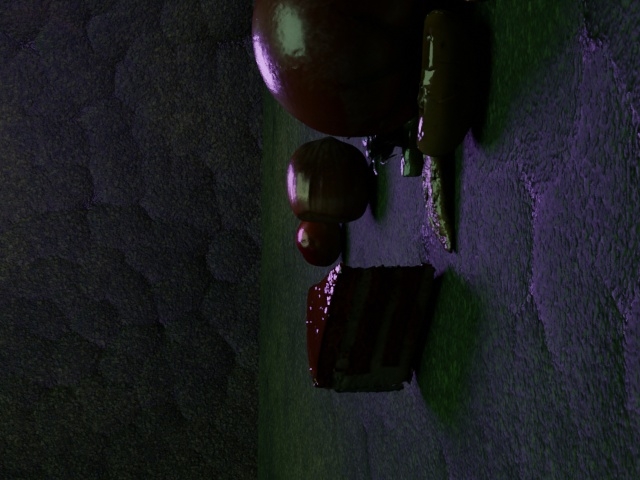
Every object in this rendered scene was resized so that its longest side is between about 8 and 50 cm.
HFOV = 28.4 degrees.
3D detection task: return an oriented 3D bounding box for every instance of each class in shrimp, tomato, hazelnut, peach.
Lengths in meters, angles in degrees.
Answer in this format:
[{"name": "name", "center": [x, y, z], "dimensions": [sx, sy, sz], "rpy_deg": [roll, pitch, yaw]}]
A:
[{"name": "shrimp", "center": [0.083, -0.138, 1.791], "dimensions": [0.174, 0.076, 0.082], "rpy_deg": [-27, -66, -72]}, {"name": "tomato", "center": [0.036, -0.266, 1.613], "dimensions": [0.265, 0.265, 0.265], "rpy_deg": [180, 90, -81]}, {"name": "hazelnut", "center": [0.013, -0.101, 2.178], "dimensions": [0.150, 0.150, 0.150], "rpy_deg": [180, 90, -81]}, {"name": "peach", "center": [-0.001, 0.000, 2.469], "dimensions": [0.101, 0.100, 0.101], "rpy_deg": [180, 90, -81]}]

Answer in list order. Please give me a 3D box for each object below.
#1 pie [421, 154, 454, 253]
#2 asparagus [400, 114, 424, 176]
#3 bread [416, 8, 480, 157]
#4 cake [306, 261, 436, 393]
[{"name": "pie", "center": [0.153, -0.071, 1.660], "dimensions": [0.092, 0.034, 0.170], "rpy_deg": [-153, 57, -78]}, {"name": "asparagus", "center": [0.135, -0.177, 1.746], "dimensions": [0.045, 0.041, 0.178], "rpy_deg": [-17, -67, -54]}, {"name": "bread", "center": [0.153, -0.185, 1.514], "dimensions": [0.114, 0.077, 0.189], "rpy_deg": [-67, -16, -56]}, {"name": "cake", "center": [0.070, 0.075, 1.801], "dimensions": [0.262, 0.158, 0.160], "rpy_deg": [101, 165, -44]}]
